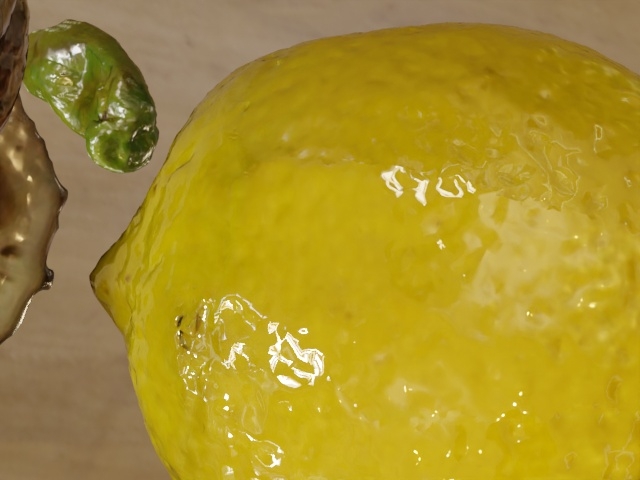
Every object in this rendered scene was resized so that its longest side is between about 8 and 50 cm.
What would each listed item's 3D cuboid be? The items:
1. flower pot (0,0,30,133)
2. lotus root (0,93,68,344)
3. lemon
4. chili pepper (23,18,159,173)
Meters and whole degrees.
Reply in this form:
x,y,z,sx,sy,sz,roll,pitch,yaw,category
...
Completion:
x,y,z,sx,sy,sz,roll,pitch,yaw,category
-0.270,-0.036,0.844,0.267,0.266,0.267,-12,110,-37,flower pot
-0.387,-0.029,1.390,0.316,0.250,0.316,-4,97,-34,lotus root
0.061,0.034,0.913,0.336,0.336,0.336,-25,137,-26,lemon
-0.166,-0.116,1.219,0.073,0.204,0.072,-4,120,-33,chili pepper
